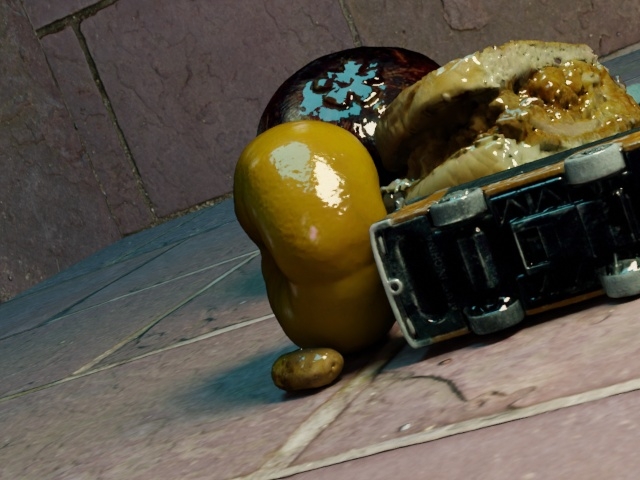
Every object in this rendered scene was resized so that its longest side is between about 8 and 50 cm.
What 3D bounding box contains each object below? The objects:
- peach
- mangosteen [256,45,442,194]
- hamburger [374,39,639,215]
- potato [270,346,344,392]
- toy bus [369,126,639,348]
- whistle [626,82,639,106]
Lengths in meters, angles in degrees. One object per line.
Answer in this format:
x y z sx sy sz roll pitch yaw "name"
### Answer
0.000 0.000 1.418 0.153 0.251 0.251 -19 7 2 "peach"
0.068 -0.117 1.970 0.330 0.330 0.330 -22 7 3 "mangosteen"
0.201 -0.092 1.552 0.318 0.195 0.277 -9 -16 -41 "hamburger"
-0.014 0.123 1.353 0.083 0.040 0.051 -18 14 42 "potato"
0.200 -0.007 1.291 0.275 0.138 0.167 -18 6 19 "toy bus"
0.421 -0.153 1.903 0.274 0.093 0.186 -30 -16 -32 "whistle"
